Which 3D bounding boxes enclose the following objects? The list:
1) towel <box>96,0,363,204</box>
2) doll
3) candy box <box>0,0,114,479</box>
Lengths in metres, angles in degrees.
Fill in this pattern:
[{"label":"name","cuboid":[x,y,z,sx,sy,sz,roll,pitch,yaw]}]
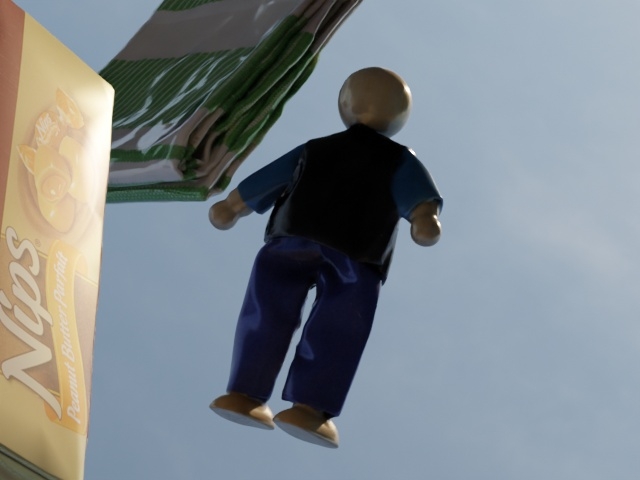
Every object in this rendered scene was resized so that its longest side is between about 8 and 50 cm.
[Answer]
[{"label":"towel","cuboid":[-0.050,-0.146,1.050,0.038,0.248,0.325,48,-117,-25]},{"label":"doll","cuboid":[0.000,0.000,0.832,0.129,0.046,0.189,10,-106,32]},{"label":"candy box","cuboid":[-0.229,0.047,0.650,0.087,0.316,0.183,41,-143,-43]}]
